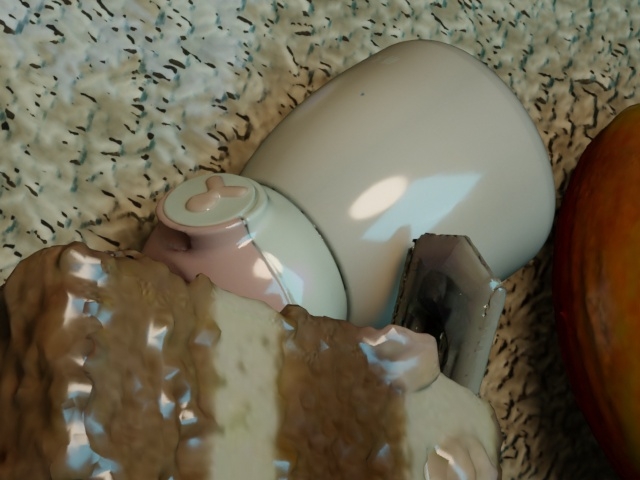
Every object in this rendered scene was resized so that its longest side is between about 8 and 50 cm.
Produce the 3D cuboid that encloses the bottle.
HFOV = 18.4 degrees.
[{"bbox_3d":[0.000,0.000,1.071,0.236,0.147,0.147,-32,110,-30],"label":"bottle"}]

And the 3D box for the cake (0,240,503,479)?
[{"bbox_3d":[-0.080,0.179,0.873,0.290,0.256,0.282,22,59,-38],"label":"cake"}]

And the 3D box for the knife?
[{"bbox_3d":[0.020,0.167,1.032,0.043,0.089,0.365,-7,117,-54],"label":"knife"}]

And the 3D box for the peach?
[{"bbox_3d":[0.308,0.064,1.234,0.372,0.290,0.372,59,16,-27],"label":"peach"}]
